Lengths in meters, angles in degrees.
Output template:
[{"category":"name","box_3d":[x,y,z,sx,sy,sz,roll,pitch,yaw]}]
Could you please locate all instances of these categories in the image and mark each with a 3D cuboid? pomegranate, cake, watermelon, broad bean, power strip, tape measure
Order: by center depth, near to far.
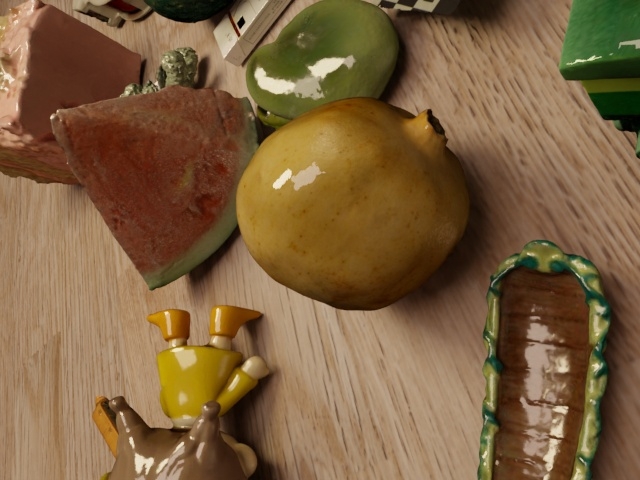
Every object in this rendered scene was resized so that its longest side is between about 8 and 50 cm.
[{"category":"pomegranate","box_3d":[0.035,-0.038,0.572,0.233,0.233,0.233,-14,69,40]},{"category":"broad bean","box_3d":[-0.003,-0.223,0.734,0.228,0.100,0.169,-33,72,36]},{"category":"watermelon","box_3d":[-0.223,-0.083,0.816,0.283,0.292,0.251,-30,89,33]},{"category":"power strip","box_3d":[-0.347,0.317,0.941,0.178,0.049,0.028,30,94,43]},{"category":"cake","box_3d":[-0.572,-0.290,1.162,0.306,0.293,0.315,-7,77,36]},{"category":"tape measure","box_3d":[-0.431,-0.621,1.233,0.265,0.130,0.258,18,94,39]}]

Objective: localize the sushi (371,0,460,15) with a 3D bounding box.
[{"category":"sushi","box_3d":[0.174,-0.345,0.636,0.215,0.050,0.192,-57,31,9]}]

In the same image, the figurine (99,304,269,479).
[{"category":"figurine","box_3d":[-0.175,0.256,0.718,0.215,0.187,0.344,-14,62,27]}]

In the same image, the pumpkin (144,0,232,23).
[{"category":"pumpkin","box_3d":[-0.213,-0.497,0.942,0.263,0.197,0.293,-43,33,3]}]

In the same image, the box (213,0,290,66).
[{"category":"box","box_3d":[-0.113,-0.376,0.922,0.154,0.040,0.084,-43,54,25]}]

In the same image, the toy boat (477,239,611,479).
[{"category":"toy boat","box_3d":[0.179,0.150,0.464,0.108,0.099,0.293,0,71,43]}]

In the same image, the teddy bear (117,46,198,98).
[{"category":"teddy bear","box_3d":[-0.296,-0.258,1.021,0.213,0.111,0.133,-31,17,23]}]

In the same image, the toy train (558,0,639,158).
[{"category":"toy train","box_3d":[0.273,-0.208,0.402,0.120,0.202,0.301,10,85,40]}]
